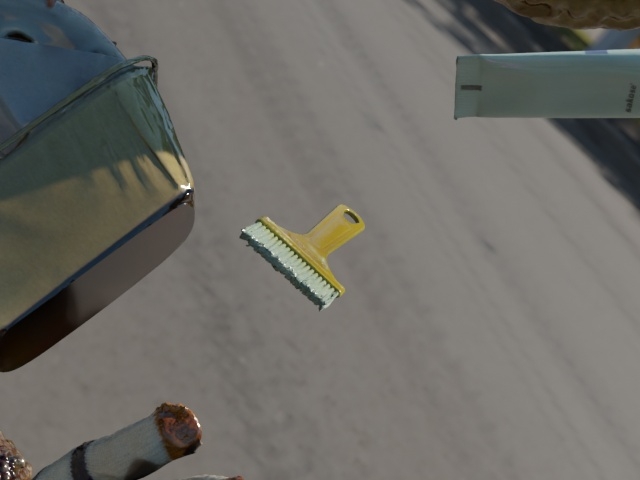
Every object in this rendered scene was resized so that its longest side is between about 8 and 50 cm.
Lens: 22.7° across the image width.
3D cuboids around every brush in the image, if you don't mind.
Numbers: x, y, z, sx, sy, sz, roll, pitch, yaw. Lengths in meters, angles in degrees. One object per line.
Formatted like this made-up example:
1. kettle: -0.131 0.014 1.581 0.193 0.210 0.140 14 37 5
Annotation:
1. brush: 0.000 0.000 1.222 0.083 0.011 0.205 41 20 4

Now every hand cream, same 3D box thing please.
1. hand cream: 0.283 -0.140 1.450 0.109 0.321 0.067 83 6 -65

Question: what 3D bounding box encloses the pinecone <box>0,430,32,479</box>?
1. pinecone: -0.419 0.300 1.883 0.174 0.173 0.173 38 17 -13

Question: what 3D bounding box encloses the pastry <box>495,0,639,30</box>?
1. pastry: 0.176 -0.253 1.040 0.235 0.240 0.132 57 36 -48

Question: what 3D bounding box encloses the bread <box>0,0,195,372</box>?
1. bread: -0.198 -0.045 0.968 0.212 0.224 0.142 49 -15 11

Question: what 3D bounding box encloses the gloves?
1. gloves: -0.131 0.211 1.144 0.131 0.219 0.140 56 38 -31
